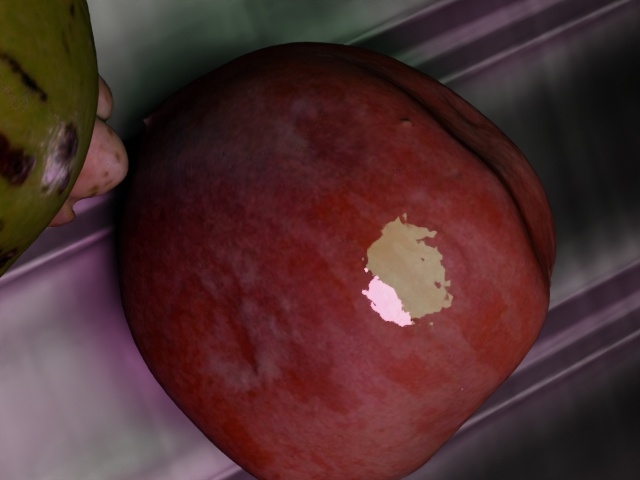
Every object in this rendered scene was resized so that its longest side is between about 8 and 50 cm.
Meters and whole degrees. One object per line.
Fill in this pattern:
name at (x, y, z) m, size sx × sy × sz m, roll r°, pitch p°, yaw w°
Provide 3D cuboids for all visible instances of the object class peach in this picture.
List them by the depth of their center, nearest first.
peach at (0.000, 0.000, 0.670) m, size 0.152 × 0.152 × 0.152 m, roll -4°, pitch 99°, yaw -28°

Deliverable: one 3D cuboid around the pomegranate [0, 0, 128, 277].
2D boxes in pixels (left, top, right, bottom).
pomegranate at (-0.146, -0.057, 0.571) m, size 0.179 × 0.210 × 0.179 m, roll 1°, pitch 99°, yaw 6°
